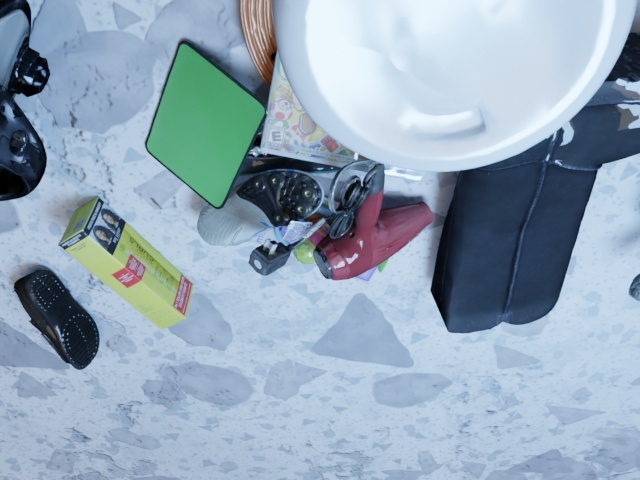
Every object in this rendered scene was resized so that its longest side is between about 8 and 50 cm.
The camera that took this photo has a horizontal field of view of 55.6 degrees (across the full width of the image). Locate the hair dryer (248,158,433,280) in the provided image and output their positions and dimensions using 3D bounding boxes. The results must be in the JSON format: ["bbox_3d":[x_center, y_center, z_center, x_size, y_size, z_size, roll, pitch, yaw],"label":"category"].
[{"bbox_3d":[0.065,-0.016,0.834,0.223,0.080,0.293,-38,162,34],"label":"hair dryer"}]

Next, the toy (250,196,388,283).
[{"bbox_3d":[0.000,0.000,0.961,0.237,0.056,0.137,18,128,-14],"label":"toy"}]

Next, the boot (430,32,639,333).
[{"bbox_3d":[0.358,-0.047,0.850,0.366,0.146,0.446,1,131,4],"label":"boot"}]

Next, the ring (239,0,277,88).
[{"bbox_3d":[0.071,-0.275,0.732,0.336,0.032,0.337,0,131,0],"label":"ring"}]

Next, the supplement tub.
[{"bbox_3d":[0.097,-0.242,0.509,0.240,0.332,0.241,3,133,4],"label":"supplement tub"}]

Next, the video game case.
[{"bbox_3d":[0.052,-0.184,0.756,0.226,0.026,0.207,10,123,-7],"label":"video game case"}]

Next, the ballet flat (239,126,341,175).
[{"bbox_3d":[-0.047,-0.128,0.841,0.203,0.074,0.074,-2,132,7],"label":"ballet flat"}]

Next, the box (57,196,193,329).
[{"bbox_3d":[-0.307,0.042,0.986,0.058,0.087,0.232,-24,126,21],"label":"box"}]

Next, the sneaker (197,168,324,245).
[{"bbox_3d":[-0.083,-0.051,0.872,0.237,0.086,0.085,-17,99,40],"label":"sneaker"}]

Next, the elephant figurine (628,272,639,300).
[{"bbox_3d":[0.539,-0.039,0.842,0.239,0.186,0.169,-16,162,14],"label":"elephant figurine"}]

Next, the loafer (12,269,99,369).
[{"bbox_3d":[-0.474,0.140,1.094,0.078,0.080,0.220,4,126,29],"label":"loafer"}]

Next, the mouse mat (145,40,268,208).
[{"bbox_3d":[-0.159,-0.149,0.816,0.152,0.007,0.190,40,129,8],"label":"mouse mat"}]

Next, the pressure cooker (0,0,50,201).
[{"bbox_3d":[-0.495,-0.162,0.623,0.420,0.370,0.376,25,117,-21],"label":"pressure cooker"}]
